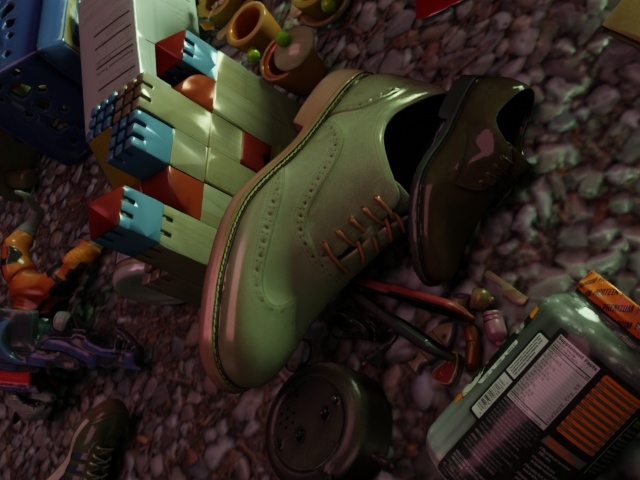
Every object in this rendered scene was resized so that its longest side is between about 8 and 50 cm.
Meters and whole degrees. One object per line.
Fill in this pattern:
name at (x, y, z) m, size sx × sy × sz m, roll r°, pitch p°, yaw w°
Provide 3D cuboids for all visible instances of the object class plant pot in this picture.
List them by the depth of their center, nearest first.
plant pot at (-0.441, -0.306, 1.340) m, size 0.212 × 0.236 × 0.236 m, roll -23°, pitch 53°, yaw 26°

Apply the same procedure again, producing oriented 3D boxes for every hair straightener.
hair straightener at (0.051, 0.080, 0.784) m, size 0.230 × 0.047 × 0.089 m, roll 18°, pitch 80°, yaw 53°

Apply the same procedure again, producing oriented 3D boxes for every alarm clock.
alarm clock at (-0.003, 0.174, 0.791) m, size 0.129 × 0.064 × 0.192 m, roll -43°, pitch 42°, yaw 18°

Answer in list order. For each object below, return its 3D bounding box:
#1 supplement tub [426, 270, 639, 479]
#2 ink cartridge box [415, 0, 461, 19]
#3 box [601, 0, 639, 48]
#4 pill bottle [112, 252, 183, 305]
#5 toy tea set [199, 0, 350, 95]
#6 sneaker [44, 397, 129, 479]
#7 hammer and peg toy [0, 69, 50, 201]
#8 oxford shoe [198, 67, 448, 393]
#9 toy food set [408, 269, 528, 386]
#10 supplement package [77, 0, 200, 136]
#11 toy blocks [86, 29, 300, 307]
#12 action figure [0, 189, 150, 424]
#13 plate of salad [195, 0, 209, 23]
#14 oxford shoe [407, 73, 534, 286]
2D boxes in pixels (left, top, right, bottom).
supplement tub at (0.181, 0.123, 0.601) m, size 0.190 × 0.117 × 0.117 m, roll -50°, pitch 44°, yaw 10°
ink cartridge box at (0.197, -0.443, 0.881) m, size 0.309 × 0.130 × 0.272 m, roll -21°, pitch 57°, yaw 34°
box at (0.373, -0.240, 0.685) m, size 0.201 × 0.021 × 0.164 m, roll -52°, pitch 43°, yaw 9°
pill bottle at (-0.212, -0.018, 1.050) m, size 0.112 × 0.112 × 0.187 m, roll -21°, pitch 55°, yaw 35°
toy tea set at (-0.079, -0.344, 1.081) m, size 0.200 × 0.124 × 0.336 m, roll -48°, pitch 47°, yaw 9°
sneaker at (-0.293, 0.302, 0.997) m, size 0.192 × 0.064 × 0.086 m, roll -53°, pitch 51°, yaw 8°
hammer and peg toy at (-0.598, -0.281, 1.462) m, size 0.127 × 0.266 × 0.361 m, roll 2°, pitch 69°, yaw 29°
oxford shoe at (0.011, -0.023, 0.790) m, size 0.146 × 0.140 × 0.397 m, roll 8°, pitch 63°, yaw 37°
toy food set at (0.136, 0.087, 0.733) m, size 0.122 × 0.019 × 0.078 m, roll -55°, pitch 43°, yaw 5°
supplement package at (-0.272, -0.268, 1.195) m, size 0.134 × 0.139 × 0.244 m, roll -24°, pitch 64°, yaw 33°
toy blocks at (-0.151, -0.086, 0.912) m, size 0.190 × 0.261 × 0.381 m, roll -24°, pitch 53°, yaw 37°
action figure at (-0.368, 0.109, 1.142) m, size 0.341 × 0.178 × 0.330 m, roll 11°, pitch 81°, yaw 15°
plate of salad at (-0.166, -0.449, 1.286) m, size 0.200 × 0.048 × 0.200 m, roll -22°, pitch 55°, yaw 35°
oxford shoe at (0.149, -0.061, 0.757) m, size 0.096 × 0.083 × 0.227 m, roll 10°, pitch 77°, yaw 41°
